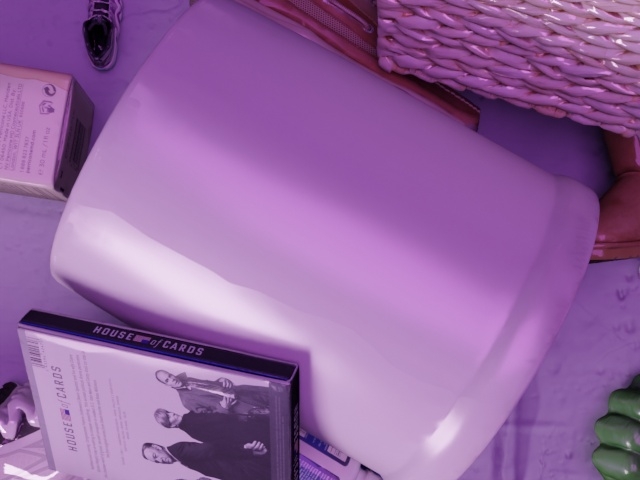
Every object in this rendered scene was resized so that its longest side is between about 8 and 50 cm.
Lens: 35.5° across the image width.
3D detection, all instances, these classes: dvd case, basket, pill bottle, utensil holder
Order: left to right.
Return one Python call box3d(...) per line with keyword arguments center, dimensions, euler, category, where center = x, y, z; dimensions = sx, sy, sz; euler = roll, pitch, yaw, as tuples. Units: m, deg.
box3d(center=(-0.134, 0.155, 0.853), dimensions=(0.238, 0.029, 0.179), euler=(11, 127, 14), category="dvd case")
box3d(center=(-0.004, 0.219, 0.963), dimensions=(0.120, 0.067, 0.067), euler=(32, 85, -2), category="pill bottle")
box3d(center=(0.000, 0.000, 0.919), dimensions=(0.385, 0.327, 0.328), euler=(30, 85, 0), category="utensil holder")
box3d(center=(0.239, -0.313, 0.903), dimensions=(0.328, 0.266, 0.331), euler=(18, 60, 11), category="basket")

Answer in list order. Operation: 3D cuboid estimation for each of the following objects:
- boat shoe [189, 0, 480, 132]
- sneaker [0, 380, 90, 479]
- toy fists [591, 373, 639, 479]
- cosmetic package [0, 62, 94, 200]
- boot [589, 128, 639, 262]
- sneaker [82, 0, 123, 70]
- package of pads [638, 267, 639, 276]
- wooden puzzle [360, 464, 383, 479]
box3d(center=(0.029, -0.204, 1.028), dimensions=(0.324, 0.123, 0.116), euler=(29, 76, -7), category="boat shoe")
box3d(center=(-0.231, 0.183, 0.985), dimensions=(0.292, 0.110, 0.118), euler=(-17, 99, 13), category="sneaker")
box3d(center=(0.410, 0.172, 1.055), dimensions=(0.279, 0.096, 0.142), euler=(-41, 90, -4), category="toy fists")
box3d(center=(-0.389, -0.117, 0.966), dimensions=(0.309, 0.160, 0.113), euler=(10, 86, -6), category="cosmetic package")
box3d(center=(0.305, -0.118, 1.036), dimensions=(0.236, 0.089, 0.270), euler=(-11, 90, -42), category="boot")
box3d(center=(-0.225, -0.229, 1.029), dimensions=(0.038, 0.069, 0.098), euler=(-2, 88, -6), category="sneaker")
box3d(center=(0.393, 0.033, 1.081), dimensions=(0.083, 0.050, 0.032), euler=(10, 83, -4), category="package of pads")
box3d(center=(-0.075, 0.305, 1.013), dimensions=(0.322, 0.080, 0.348), euler=(24, 86, -4), category="wooden puzzle")
